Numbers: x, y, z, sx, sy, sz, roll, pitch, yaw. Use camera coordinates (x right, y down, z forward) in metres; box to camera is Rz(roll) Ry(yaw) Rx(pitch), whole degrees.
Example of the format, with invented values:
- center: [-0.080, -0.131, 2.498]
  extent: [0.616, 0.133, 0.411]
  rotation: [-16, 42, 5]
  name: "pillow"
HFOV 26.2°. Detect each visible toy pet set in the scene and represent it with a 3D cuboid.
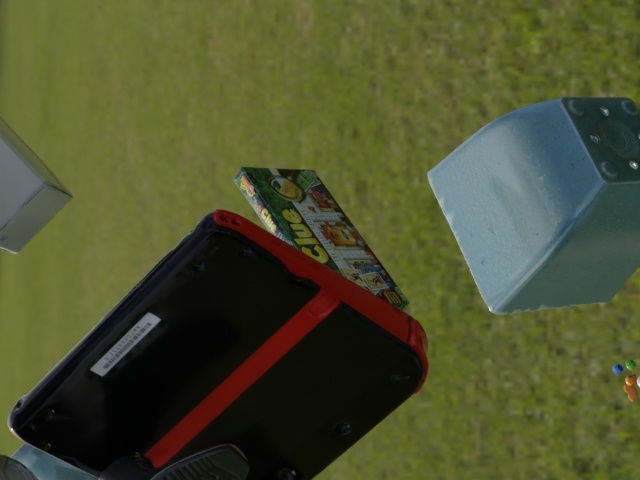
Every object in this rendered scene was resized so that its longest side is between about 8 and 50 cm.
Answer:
- center: [0.489, 0.199, 1.910]
  extent: [0.065, 0.122, 0.114]
  rotation: [-43, 67, 45]
  name: "toy pet set"

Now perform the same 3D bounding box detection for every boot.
- center: [-0.172, 0.251, 1.479]
  extent: [0.077, 0.198, 0.137]
  rotation: [53, -171, -27]
  name: "boot"

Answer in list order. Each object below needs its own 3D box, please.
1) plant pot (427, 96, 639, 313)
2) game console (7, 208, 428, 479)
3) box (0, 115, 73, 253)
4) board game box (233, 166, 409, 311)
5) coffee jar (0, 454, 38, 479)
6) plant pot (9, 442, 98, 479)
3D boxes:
- center: [0.351, -0.072, 1.943]
  extent: [0.252, 0.247, 0.248]
  rotation: [-50, 54, 45]
  name: "plant pot"
- center: [-0.105, 0.162, 1.533]
  extent: [0.386, 0.342, 0.060]
  rotation: [-44, 29, 24]
  name: "game console"
- center: [-0.443, -0.118, 1.709]
  extent: [0.275, 0.113, 0.094]
  rotation: [47, -177, 15]
  name: "box"
- center: [0.000, 0.000, 1.814]
  extent: [0.260, 0.136, 0.030]
  rotation: [55, 129, 31]
  name: "board game box"
- center: [-0.263, 0.245, 1.000]
  extent: [0.079, 0.096, 0.184]
  rotation: [47, 130, 29]
  name: "coffee jar"
- center: [-0.292, 0.304, 1.967]
  extent: [0.196, 0.293, 0.293]
  rotation: [48, 160, 0]
  name: "plant pot"
